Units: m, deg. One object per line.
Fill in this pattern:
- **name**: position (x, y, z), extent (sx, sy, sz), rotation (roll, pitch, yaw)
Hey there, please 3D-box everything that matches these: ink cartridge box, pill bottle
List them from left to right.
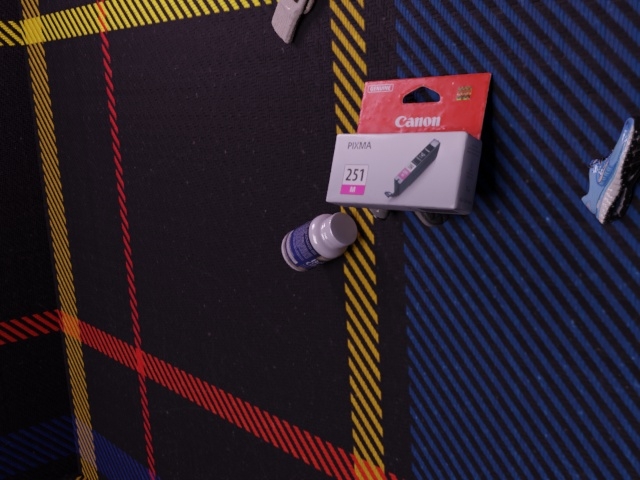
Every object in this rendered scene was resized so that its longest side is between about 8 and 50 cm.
- **pill bottle**: position (0.000, 0.000, 1.672), extent (0.169, 0.094, 0.094), rotation (-27, 79, 52)
- **ink cartridge box**: position (0.146, -0.171, 1.375), extent (0.275, 0.060, 0.239), rotation (6, 85, 42)

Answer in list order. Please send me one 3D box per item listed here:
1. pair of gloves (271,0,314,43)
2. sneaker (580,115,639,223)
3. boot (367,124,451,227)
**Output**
- **pair of gloves**: position (-0.088, -0.559, 1.666), extent (0.240, 0.042, 0.204), rotation (62, 140, 20)
- **sneaker**: position (0.413, -0.105, 1.150), extent (0.073, 0.063, 0.162), rotation (43, 131, 40)
- **boot**: position (0.146, -0.089, 1.490), extent (0.247, 0.083, 0.161), rotation (63, 145, 30)
